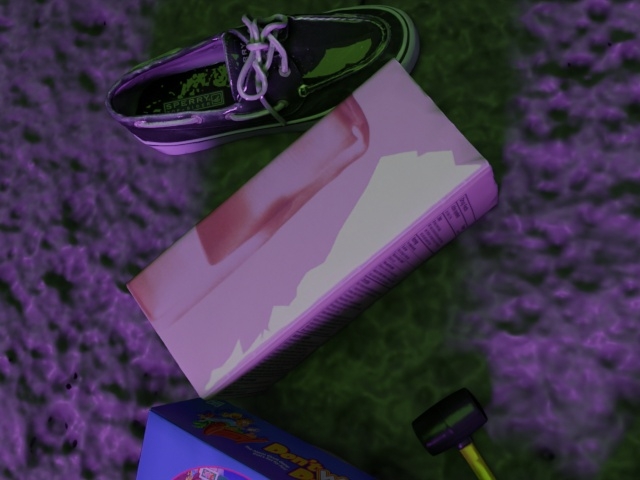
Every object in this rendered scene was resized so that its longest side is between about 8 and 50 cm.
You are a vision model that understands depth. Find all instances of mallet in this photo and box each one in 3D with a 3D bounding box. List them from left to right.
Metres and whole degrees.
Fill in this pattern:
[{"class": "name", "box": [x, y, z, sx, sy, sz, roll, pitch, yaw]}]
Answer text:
[{"class": "mallet", "box": [0.145, 0.224, 0.693, 0.062, 0.039, 0.189, -28, 78, 9]}]

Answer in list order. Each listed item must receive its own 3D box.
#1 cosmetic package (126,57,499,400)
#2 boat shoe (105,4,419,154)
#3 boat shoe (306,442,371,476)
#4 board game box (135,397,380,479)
[{"class": "cosmetic package", "box": [0.000, 0.000, 0.710, 0.296, 0.153, 0.129, -39, 73, 5]}, {"class": "boat shoe", "box": [-0.059, -0.166, 0.778, 0.307, 0.105, 0.113, -9, 78, 14]}, {"class": "boat shoe", "box": [0.082, 0.292, 0.657, 0.324, 0.117, 0.096, 30, 94, 22]}, {"class": "board game box", "box": [-0.061, 0.329, 0.631, 0.233, 0.078, 0.346, 19, 100, 35]}]
